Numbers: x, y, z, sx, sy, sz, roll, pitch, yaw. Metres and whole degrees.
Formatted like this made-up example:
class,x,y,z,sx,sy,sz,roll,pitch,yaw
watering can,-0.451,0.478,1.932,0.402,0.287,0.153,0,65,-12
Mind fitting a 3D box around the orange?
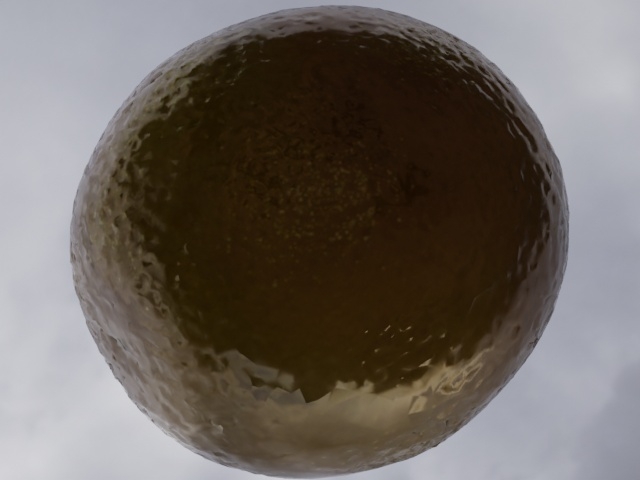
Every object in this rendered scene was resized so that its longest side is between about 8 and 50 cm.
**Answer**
class,x,y,z,sx,sy,sz,roll,pitch,yaw
orange,0.000,0.000,0.819,0.236,0.236,0.236,11,-118,-22
